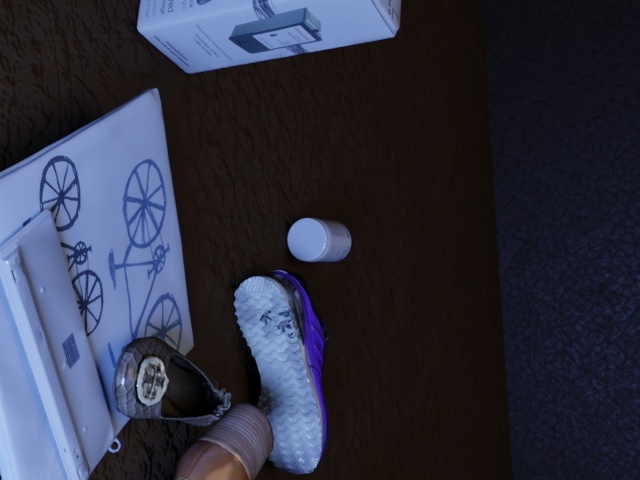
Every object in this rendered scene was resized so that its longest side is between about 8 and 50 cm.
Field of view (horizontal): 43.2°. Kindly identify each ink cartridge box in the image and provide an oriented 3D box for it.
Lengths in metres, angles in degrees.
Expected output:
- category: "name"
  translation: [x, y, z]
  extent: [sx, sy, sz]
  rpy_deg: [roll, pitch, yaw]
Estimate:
- category: "ink cartridge box"
  translation: [-0.056, -0.337, 0.962]
  extent: [0.121, 0.289, 0.211]
  rpy_deg: [35, 54, -60]

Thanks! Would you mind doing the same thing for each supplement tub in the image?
- category: "supplement tub"
  translation: [0.000, 0.000, 1.295]
  extent: [0.107, 0.071, 0.071]
  rpy_deg: [7, 79, -65]

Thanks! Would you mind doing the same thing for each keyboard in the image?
- category: "keyboard"
  translation: [-0.220, 0.101, 0.691]
  extent: [0.072, 0.014, 0.256]
  rpy_deg: [-68, 157, -56]

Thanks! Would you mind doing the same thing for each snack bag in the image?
- category: "snack bag"
  translation: [-0.219, 0.056, 0.760]
  extent: [0.342, 0.037, 0.323]
  rpy_deg: [-55, 147, -59]

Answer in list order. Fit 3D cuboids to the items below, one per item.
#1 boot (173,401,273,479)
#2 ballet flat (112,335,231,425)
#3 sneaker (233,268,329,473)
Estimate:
- category: "boot"
  translation: [-0.118, 0.356, 0.932]
  extent: [0.220, 0.109, 0.284]
  rpy_deg: [-48, 145, -46]
- category: "ballet flat"
  translation: [-0.149, 0.158, 0.852]
  extent: [0.250, 0.058, 0.084]
  rpy_deg: [62, 41, -67]
- category: "sneaker"
  translation: [-0.030, 0.179, 1.155]
  extent: [0.146, 0.102, 0.294]
  rpy_deg: [-26, 110, -65]
